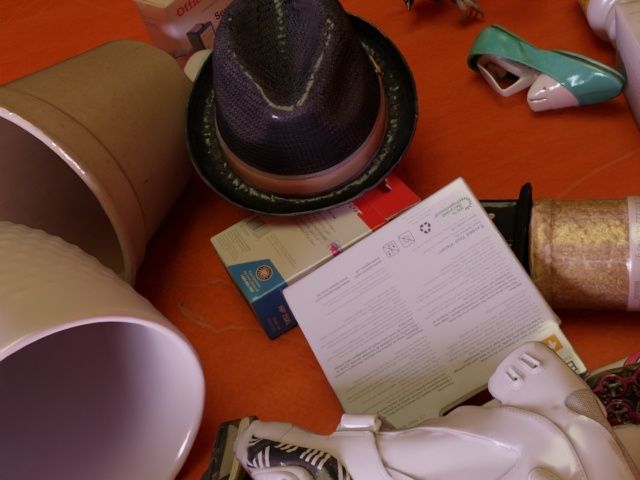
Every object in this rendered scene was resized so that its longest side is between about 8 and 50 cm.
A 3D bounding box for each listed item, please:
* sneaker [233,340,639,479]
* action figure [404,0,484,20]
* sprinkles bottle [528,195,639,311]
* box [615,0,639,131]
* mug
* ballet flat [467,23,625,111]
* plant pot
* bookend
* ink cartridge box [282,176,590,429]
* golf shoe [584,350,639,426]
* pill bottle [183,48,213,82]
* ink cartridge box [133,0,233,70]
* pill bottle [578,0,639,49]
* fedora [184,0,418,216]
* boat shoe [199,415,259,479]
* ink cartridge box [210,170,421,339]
[{"bbox_3d":[0.098,0.187,0.587,0.366,0.137,0.210,12,48,48],"label":"sneaker"},{"bbox_3d":[0.237,-0.446,1.190,0.276,0.141,0.164,-14,45,46],"label":"action figure"},{"bbox_3d":[0.387,0.012,0.684,0.356,0.121,0.121,-1,47,20],"label":"sprinkles bottle"},{"bbox_3d":[0.475,-0.218,0.879,0.181,0.119,0.181,-9,44,12],"label":"box"},{"bbox_3d":[-0.343,0.165,0.730,0.328,0.276,0.374,30,95,40],"label":"mug"},{"bbox_3d":[0.299,-0.225,0.996,0.087,0.083,0.247,-52,47,3],"label":"ballet flat"},{"bbox_3d":[-0.308,-0.107,0.956,0.334,0.333,0.305,5,37,25],"label":"plant pot"},{"bbox_3d":[0.154,0.014,0.805,0.156,0.072,0.157,1,47,22],"label":"bookend"},{"bbox_3d":[0.105,0.088,0.703,0.223,0.045,0.223,-32,70,11],"label":"ink cartridge box"},{"bbox_3d":[0.330,0.117,0.652,0.186,0.067,0.086,-13,17,9],"label":"golf shoe"},{"bbox_3d":[-0.061,-0.219,1.063,0.264,0.146,0.146,0,47,21],"label":"pill bottle"},{"bbox_3d":[-0.189,-0.338,1.181,0.093,0.212,0.154,24,59,37],"label":"ink cartridge box"},{"bbox_3d":[0.436,-0.359,1.034,0.118,0.117,0.208,-9,45,12],"label":"pill bottle"},{"bbox_3d":[-0.038,-0.199,0.864,0.334,0.152,0.333,-5,60,9],"label":"fedora"},{"bbox_3d":[-0.091,0.239,0.692,0.049,0.056,0.152,-10,35,19],"label":"boat shoe"},{"bbox_3d":[0.000,0.000,0.872,0.231,0.078,0.134,-30,45,-10],"label":"ink cartridge box"}]
